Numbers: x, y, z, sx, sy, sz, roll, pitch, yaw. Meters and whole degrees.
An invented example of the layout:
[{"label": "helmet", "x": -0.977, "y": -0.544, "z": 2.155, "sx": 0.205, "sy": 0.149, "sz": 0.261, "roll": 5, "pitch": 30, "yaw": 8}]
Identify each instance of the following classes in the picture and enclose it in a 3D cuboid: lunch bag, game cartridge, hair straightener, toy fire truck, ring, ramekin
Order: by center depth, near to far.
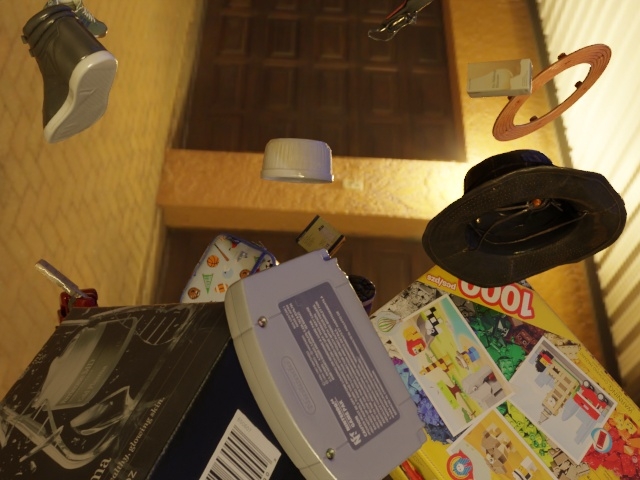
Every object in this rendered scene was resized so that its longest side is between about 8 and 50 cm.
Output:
[{"label": "game cartridge", "x": 0.004, "y": 0.164, "z": 0.904, "sx": 0.060, "sy": 0.196, "sz": 0.294, "roll": -35, "pitch": -100, "yaw": 40}, {"label": "toy fire truck", "x": -0.570, "y": 0.150, "z": 1.660, "sx": 0.217, "sy": 0.159, "sz": 0.246, "roll": 24, "pitch": -62, "yaw": 61}, {"label": "ring", "x": 0.558, "y": -0.361, "z": 1.757, "sx": 0.032, "sy": 0.337, "sz": 0.336, "roll": 58, "pitch": -16, "yaw": 20}, {"label": "hair straightener", "x": 0.218, "y": -0.590, "z": 1.863, "sx": 0.047, "sy": 0.230, "sz": 0.089, "roll": 38, "pitch": 35, "yaw": -37}, {"label": "ramekin", "x": -0.064, "y": -0.222, "z": 2.020, "sx": 0.207, "sy": 0.207, "sz": 0.108, "roll": -158, "pitch": -108, "yaw": -87}, {"label": "lunch bag", "x": -0.267, "y": 0.134, "z": 2.206, "sx": 0.303, "sy": 0.243, "sz": 0.115, "roll": -61, "pitch": 165, "yaw": -10}]

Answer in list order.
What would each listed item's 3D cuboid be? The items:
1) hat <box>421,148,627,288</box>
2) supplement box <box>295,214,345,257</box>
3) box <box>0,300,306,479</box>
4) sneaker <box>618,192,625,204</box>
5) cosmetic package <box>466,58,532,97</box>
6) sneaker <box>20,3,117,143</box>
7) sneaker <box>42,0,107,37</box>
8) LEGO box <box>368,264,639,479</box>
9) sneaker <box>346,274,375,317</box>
[{"label": "hat", "x": 0.307, "y": -0.057, "z": 1.140, "sx": 0.331, "sy": 0.332, "sz": 0.133, "roll": 97, "pitch": -12, "yaw": -57}, {"label": "supplement box", "x": 0.000, "y": 0.000, "z": 1.690, "sx": 0.083, "sy": 0.083, "sz": 0.056, "roll": -49, "pitch": 169, "yaw": -5}, {"label": "box", "x": -0.303, "y": 0.365, "z": 1.138, "sx": 0.297, "sy": 0.472, "sz": 0.479, "roll": 54, "pitch": 47, "yaw": -31}, {"label": "sneaker", "x": 0.629, "y": -0.074, "z": 1.589, "sx": 0.188, "sy": 0.078, "sz": 0.067, "roll": -31, "pitch": 120, "yaw": -75}, {"label": "cosmetic package", "x": 0.333, "y": -0.301, "z": 1.340, "sx": 0.041, "sy": 0.115, "sz": 0.060, "roll": 19, "pitch": 73, "yaw": -66}, {"label": "sneaker", "x": -0.432, "y": -0.278, "z": 1.201, "sx": 0.146, "sy": 0.105, "sz": 0.296, "roll": 56, "pitch": -35, "yaw": 2}, {"label": "sneaker", "x": -0.638, "y": -0.595, "z": 1.899, "sx": 0.064, "sy": 0.192, "sz": 0.086, "roll": 54, "pitch": -56, "yaw": 26}, {"label": "LEGO box", "x": 0.289, "y": 0.296, "z": 1.258, "sx": 0.500, "sy": 0.373, "sz": 0.193, "roll": 50, "pitch": -26, "yaw": 11}, {"label": "sneaker", "x": -0.027, "y": 0.161, "z": 1.439, "sx": 0.107, "sy": 0.284, "sz": 0.124, "roll": -116, "pitch": -155, "yaw": -50}]
